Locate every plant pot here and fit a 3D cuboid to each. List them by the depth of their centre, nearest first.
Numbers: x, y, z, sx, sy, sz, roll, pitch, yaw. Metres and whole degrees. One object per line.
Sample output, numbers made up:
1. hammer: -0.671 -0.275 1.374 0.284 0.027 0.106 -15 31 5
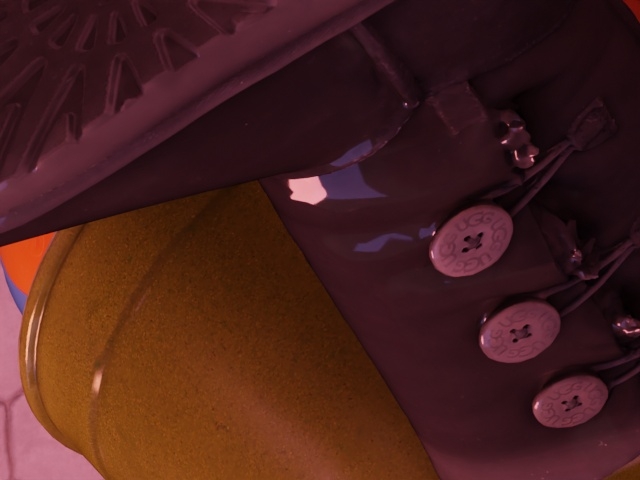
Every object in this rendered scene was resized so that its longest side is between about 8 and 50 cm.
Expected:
1. plant pot: 0.050 0.115 1.248 0.353 0.366 0.366 45 -172 33

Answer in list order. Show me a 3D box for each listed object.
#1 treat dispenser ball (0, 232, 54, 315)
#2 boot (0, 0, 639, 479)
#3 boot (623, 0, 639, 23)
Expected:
1. treat dispenser ball: -0.112 -0.016 1.517 0.288 0.288 0.288 20 174 2
2. boot: 0.002 0.000 0.908 0.367 0.146 0.445 -22 146 13
3. boot: 0.199 -0.087 1.021 0.084 0.059 0.158 20 166 30
